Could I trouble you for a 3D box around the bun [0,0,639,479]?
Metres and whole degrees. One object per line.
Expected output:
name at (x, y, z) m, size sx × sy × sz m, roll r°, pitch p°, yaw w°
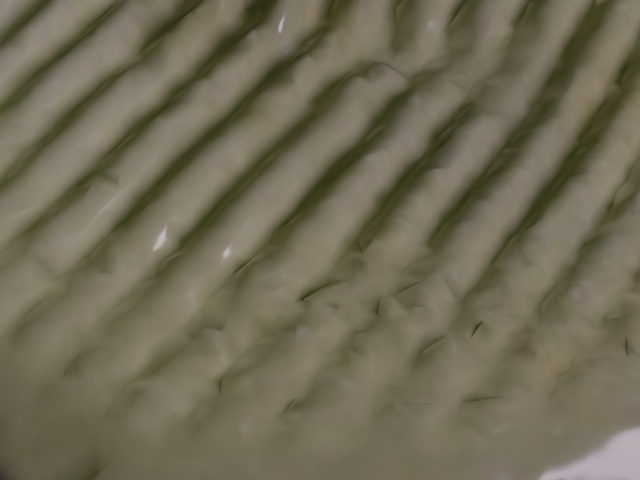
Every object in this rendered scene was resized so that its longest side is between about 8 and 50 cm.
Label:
bun at (0.000, 0.000, 0.444) m, size 0.287 × 0.287 × 0.146 m, roll -54°, pitch 164°, yaw -35°
